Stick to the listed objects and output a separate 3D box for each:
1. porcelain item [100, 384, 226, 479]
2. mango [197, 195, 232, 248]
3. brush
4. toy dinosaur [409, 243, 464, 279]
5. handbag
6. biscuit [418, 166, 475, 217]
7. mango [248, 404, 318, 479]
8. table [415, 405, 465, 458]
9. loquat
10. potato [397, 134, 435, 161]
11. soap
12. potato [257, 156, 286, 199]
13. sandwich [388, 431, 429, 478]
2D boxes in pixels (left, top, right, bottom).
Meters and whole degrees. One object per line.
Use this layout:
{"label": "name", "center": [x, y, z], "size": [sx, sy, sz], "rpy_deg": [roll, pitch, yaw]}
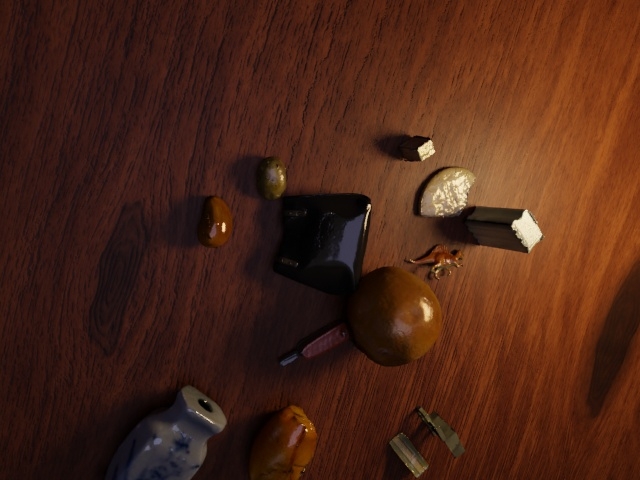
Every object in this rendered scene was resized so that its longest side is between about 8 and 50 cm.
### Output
{"label": "porcelain item", "center": [-0.494, 0.660, 1.326], "size": [0.405, 0.178, 0.242], "rpy_deg": [-47, 110, -3]}
{"label": "mango", "center": [-0.319, -0.054, 1.315], "size": [0.105, 0.084, 0.159], "rpy_deg": [7, 97, -25]}
{"label": "brush", "center": [0.002, 0.357, 1.503], "size": [0.323, 0.051, 0.070], "rpy_deg": [-27, 109, -12]}
{"label": "toy dinosaur", "center": [0.447, 0.066, 1.600], "size": [0.212, 0.057, 0.142], "rpy_deg": [30, 77, -21]}
{"label": "handbag", "center": [0.000, 0.000, 1.402], "size": [0.288, 0.152, 0.342], "rpy_deg": [10, 92, -8]}
{"label": "biscuit", "center": [0.469, -0.166, 1.576], "size": [0.265, 0.040, 0.188], "rpy_deg": [-41, 106, -8]}
{"label": "mango", "center": [-0.136, 0.730, 1.464], "size": [0.199, 0.201, 0.350], "rpy_deg": [29, 99, 16]}
{"label": "table", "center": [0.464, 0.729, 1.664], "size": [0.062, 0.146, 0.175], "rpy_deg": [-33, 108, -9]}
{"label": "loquat", "center": [0.239, 0.248, 1.424], "size": [0.329, 0.328, 0.328], "rpy_deg": [-3, 100, -18]}
{"label": "potato", "center": [0.328, -0.311, 1.464], "size": [0.086, 0.122, 0.061], "rpy_deg": [-36, 114, -8]}
{"label": "soap", "center": [0.653, -0.044, 1.539], "size": [0.094, 0.261, 0.150], "rpy_deg": [-47, 110, -10]}
{"label": "potato", "center": [-0.153, -0.195, 1.352], "size": [0.092, 0.070, 0.137], "rpy_deg": [-3, 100, -17]}
{"label": "sandwich", "center": [0.347, 0.847, 1.715], "size": [0.079, 0.113, 0.163], "rpy_deg": [-40, 74, -7]}
